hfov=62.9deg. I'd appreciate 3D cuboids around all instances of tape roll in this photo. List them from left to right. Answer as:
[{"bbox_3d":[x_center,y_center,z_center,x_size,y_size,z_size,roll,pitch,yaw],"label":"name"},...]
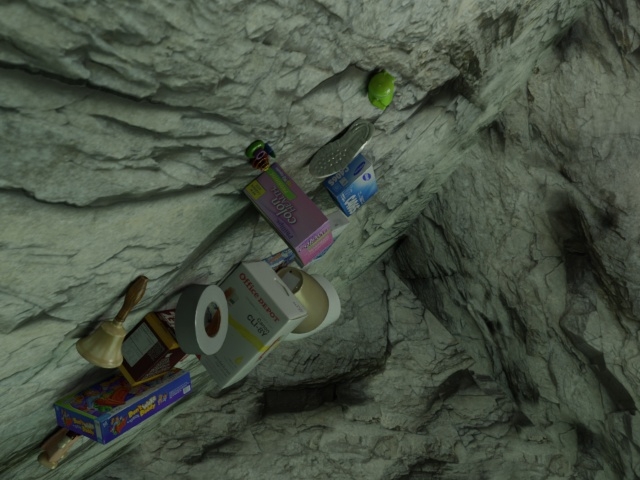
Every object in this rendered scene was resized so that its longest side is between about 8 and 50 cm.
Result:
[{"bbox_3d":[-0.367,0.246,1.632,0.072,0.219,0.219,-1,178,17],"label":"tape roll"}]

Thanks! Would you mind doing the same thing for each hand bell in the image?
[{"bbox_3d":[-0.511,0.192,1.342,0.242,0.126,0.126,-58,165,9],"label":"hand bell"}]

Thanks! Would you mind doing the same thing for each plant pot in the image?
[{"bbox_3d":[-0.107,0.221,2.169,0.256,0.256,0.274,-39,153,-13],"label":"plant pot"}]

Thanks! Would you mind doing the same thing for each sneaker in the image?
[{"bbox_3d":[0.064,-0.257,1.546,0.235,0.090,0.095,-38,176,-10],"label":"sneaker"}]

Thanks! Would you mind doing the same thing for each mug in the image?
[{"bbox_3d":[-0.141,0.352,2.611,0.328,0.276,0.374,-24,-171,-40],"label":"mug"}]

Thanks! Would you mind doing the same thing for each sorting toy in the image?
[{"bbox_3d":[-0.136,-0.196,1.234,0.061,0.042,0.102,-40,167,-8],"label":"sorting toy"}]

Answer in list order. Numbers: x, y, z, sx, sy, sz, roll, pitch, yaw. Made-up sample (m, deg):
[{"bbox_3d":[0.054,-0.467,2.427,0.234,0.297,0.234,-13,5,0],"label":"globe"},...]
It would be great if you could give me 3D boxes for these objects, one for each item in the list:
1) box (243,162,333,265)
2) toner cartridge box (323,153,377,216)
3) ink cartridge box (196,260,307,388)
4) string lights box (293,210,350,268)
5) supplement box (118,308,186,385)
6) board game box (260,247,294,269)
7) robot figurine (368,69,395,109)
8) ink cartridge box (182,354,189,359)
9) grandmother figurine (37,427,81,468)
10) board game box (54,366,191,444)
[{"bbox_3d":[-0.080,-0.065,1.446,0.117,0.213,0.243,-41,167,-5],"label":"box"},{"bbox_3d":[0.118,-0.195,1.910,0.165,0.075,0.348,-43,167,1],"label":"toner cartridge box"},{"bbox_3d":[-0.283,0.296,1.893,0.384,0.279,0.160,-46,165,15],"label":"ink cartridge box"},{"bbox_3d":[0.000,0.000,2.200,0.133,0.077,0.259,-25,159,-51],"label":"string lights box"},{"bbox_3d":[-0.514,0.331,1.656,0.194,0.129,0.191,-44,167,10],"label":"supplement box"},{"bbox_3d":[-0.188,0.102,2.075,0.201,0.035,0.136,-26,160,-50],"label":"board game box"},{"bbox_3d":[0.160,-0.398,1.386,0.115,0.067,0.101,77,35,-75],"label":"robot figurine"},{"bbox_3d":[-0.516,0.369,1.841,0.056,0.099,0.135,-39,168,-11],"label":"ink cartridge box"},{"bbox_3d":[-0.843,0.644,1.814,0.342,0.104,0.208,-47,-166,12],"label":"grandmother figurine"},{"bbox_3d":[-0.628,0.506,1.691,0.347,0.233,0.078,-23,113,-56],"label":"board game box"}]
